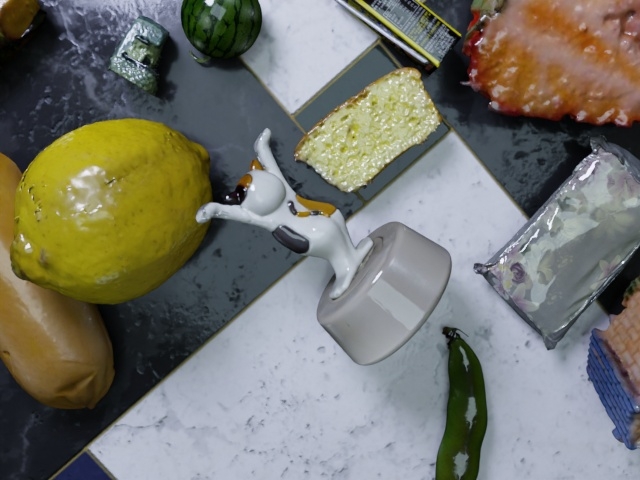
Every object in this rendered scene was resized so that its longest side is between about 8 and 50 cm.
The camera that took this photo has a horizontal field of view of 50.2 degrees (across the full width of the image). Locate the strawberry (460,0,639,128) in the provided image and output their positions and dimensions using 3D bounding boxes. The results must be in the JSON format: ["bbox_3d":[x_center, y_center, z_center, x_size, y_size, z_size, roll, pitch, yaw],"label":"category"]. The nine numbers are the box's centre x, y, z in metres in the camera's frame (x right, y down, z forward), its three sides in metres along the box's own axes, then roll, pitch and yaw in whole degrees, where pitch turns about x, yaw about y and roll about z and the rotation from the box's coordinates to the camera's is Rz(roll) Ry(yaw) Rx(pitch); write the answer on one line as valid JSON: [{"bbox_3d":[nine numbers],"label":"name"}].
[{"bbox_3d":[0.313,-0.278,0.817,0.280,0.150,0.253,7,115,-4],"label":"strawberry"}]

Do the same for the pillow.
[{"bbox_3d":[0.328,0.000,0.880,0.169,0.059,0.255,43,95,-5],"label":"pillow"}]

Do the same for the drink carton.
[{"bbox_3d":[0.090,-0.277,0.844,0.165,0.071,0.056,37,91,-3],"label":"drink carton"}]

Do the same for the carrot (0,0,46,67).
[{"bbox_3d":[-0.417,-0.244,0.832,0.173,0.082,0.082,-44,94,-1],"label":"carrot"}]

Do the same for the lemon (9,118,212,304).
[{"bbox_3d":[-0.235,-0.035,0.787,0.260,0.204,0.204,-38,95,-30],"label":"lemon"}]

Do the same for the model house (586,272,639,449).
[{"bbox_3d":[0.435,0.175,0.857,0.183,0.166,0.172,24,116,-20],"label":"model house"}]

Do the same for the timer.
[{"bbox_3d":[0.000,0.000,0.799,0.266,0.175,0.175,39,93,-11],"label":"timer"}]

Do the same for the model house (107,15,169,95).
[{"bbox_3d":[-0.214,-0.229,0.838,0.066,0.079,0.083,30,92,-6],"label":"model house"}]

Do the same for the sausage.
[{"bbox_3d":[-0.365,0.062,0.847,0.134,0.116,0.354,-29,99,-10],"label":"sausage"}]

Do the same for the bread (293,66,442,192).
[{"bbox_3d":[0.060,-0.134,0.860,0.187,0.065,0.103,-40,96,1],"label":"bread"}]

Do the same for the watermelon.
[{"bbox_3d":[-0.120,-0.266,0.828,0.109,0.109,0.109,0,95,-1],"label":"watermelon"}]

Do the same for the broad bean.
[{"bbox_3d":[0.188,0.242,0.904,0.065,0.046,0.255,3,93,5],"label":"broad bean"}]
